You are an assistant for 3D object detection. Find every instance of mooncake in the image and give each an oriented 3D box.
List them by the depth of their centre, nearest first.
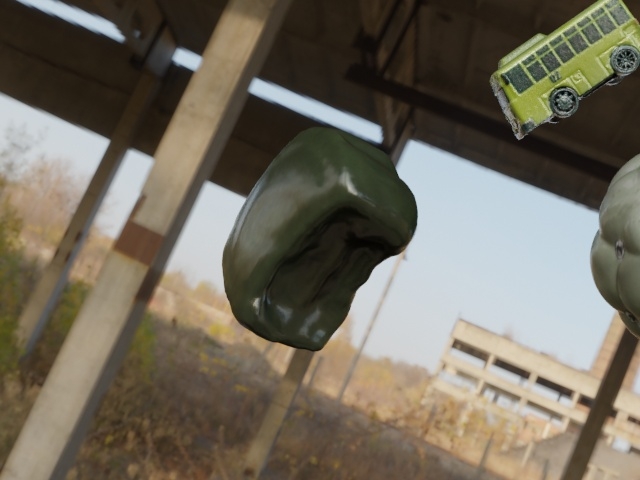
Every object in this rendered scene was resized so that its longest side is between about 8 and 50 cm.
[{"bbox_3d":[0.000,0.000,0.720,0.104,0.168,0.175,31,-35,-22],"label":"mooncake"}]

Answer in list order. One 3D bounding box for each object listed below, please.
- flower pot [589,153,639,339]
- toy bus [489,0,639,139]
[{"bbox_3d":[0.395,0.005,0.910,0.246,0.246,0.195,20,-14,25],"label":"flower pot"},{"bbox_3d":[0.284,-0.200,1.056,0.101,0.175,0.088,56,5,1],"label":"toy bus"}]
